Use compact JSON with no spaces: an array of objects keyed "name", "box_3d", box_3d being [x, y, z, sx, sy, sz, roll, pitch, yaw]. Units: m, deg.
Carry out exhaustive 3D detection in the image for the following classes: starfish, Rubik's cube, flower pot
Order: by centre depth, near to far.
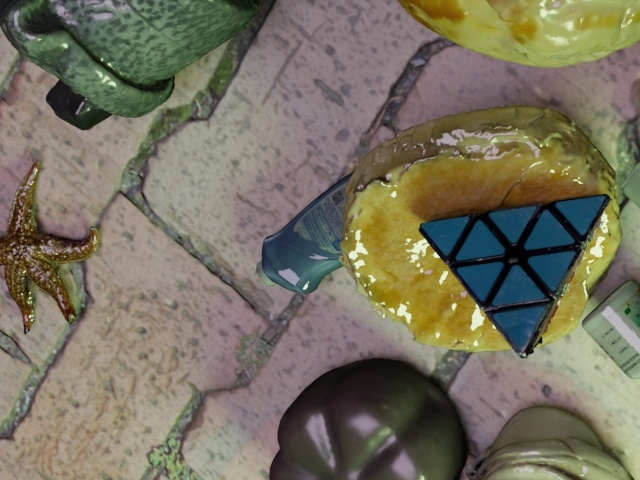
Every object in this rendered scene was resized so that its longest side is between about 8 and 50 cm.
[{"name":"Rubik's cube","box_3d":[0.184,0.040,1.767,0.178,0.211,0.190,27,153,14]},{"name":"flower pot","box_3d":[-0.256,-0.288,1.884,0.283,0.299,0.299,-32,88,22]},{"name":"starfish","box_3d":[-0.393,0.014,2.148,0.213,0.057,0.238,-1,102,16]}]

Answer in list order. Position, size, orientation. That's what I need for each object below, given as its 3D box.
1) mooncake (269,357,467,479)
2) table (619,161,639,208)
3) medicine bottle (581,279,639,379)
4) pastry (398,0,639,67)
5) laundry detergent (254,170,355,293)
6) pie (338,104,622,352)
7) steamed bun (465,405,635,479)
[{"name":"mooncake","box_3d":[0.056,0.271,1.976,0.245,0.133,0.244,10,112,25]},{"name":"table","box_3d":[0.445,-0.026,1.736,0.220,0.126,0.126,45,115,8]},{"name":"medicine bottle","box_3d":[0.367,0.116,1.828,0.130,0.080,0.080,47,115,7]},{"name":"pastry","box_3d":[0.205,-0.366,1.616,0.313,0.388,0.388,15,113,-22]},{"name":"laundry detergent","box_3d":[-0.001,0.000,1.971,0.206,0.061,0.096,-33,90,26]},{"name":"pie","box_3d":[0.181,-0.004,1.815,0.340,0.083,0.339,2,127,3]},{"name":"steamed bun","box_3d":[0.260,0.323,1.887,0.211,0.144,0.218,38,113,12]}]
